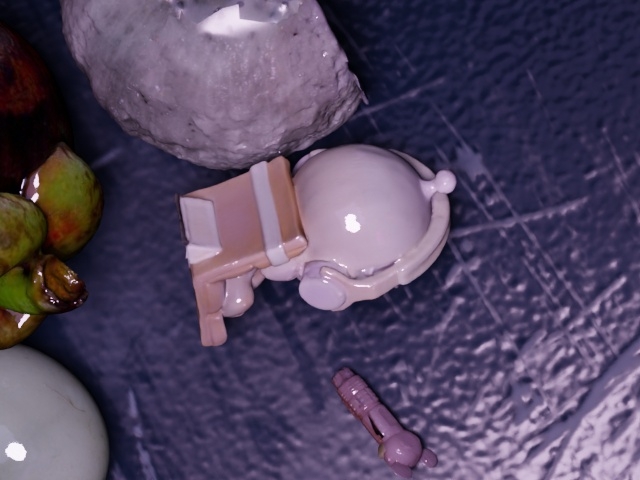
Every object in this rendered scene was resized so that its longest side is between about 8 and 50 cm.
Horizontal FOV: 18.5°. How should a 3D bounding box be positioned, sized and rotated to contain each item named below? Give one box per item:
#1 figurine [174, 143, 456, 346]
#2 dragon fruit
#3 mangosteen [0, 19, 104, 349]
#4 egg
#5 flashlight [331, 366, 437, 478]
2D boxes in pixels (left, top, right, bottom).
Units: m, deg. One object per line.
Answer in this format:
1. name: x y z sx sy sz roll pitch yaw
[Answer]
1. figurine: 0.000 -0.003 1.597 0.237 0.141 0.162 -17 47 1
2. dragon fruit: -0.114 -0.193 1.598 0.204 0.221 0.283 -29 81 1
3. mangosteen: -0.326 -0.050 1.584 0.311 0.311 0.311 -1 83 12
4. egg: -0.262 0.160 1.619 0.192 0.149 0.149 33 91 23
5. flashlight: 0.047 0.151 1.615 0.110 0.052 0.031 50 131 19
